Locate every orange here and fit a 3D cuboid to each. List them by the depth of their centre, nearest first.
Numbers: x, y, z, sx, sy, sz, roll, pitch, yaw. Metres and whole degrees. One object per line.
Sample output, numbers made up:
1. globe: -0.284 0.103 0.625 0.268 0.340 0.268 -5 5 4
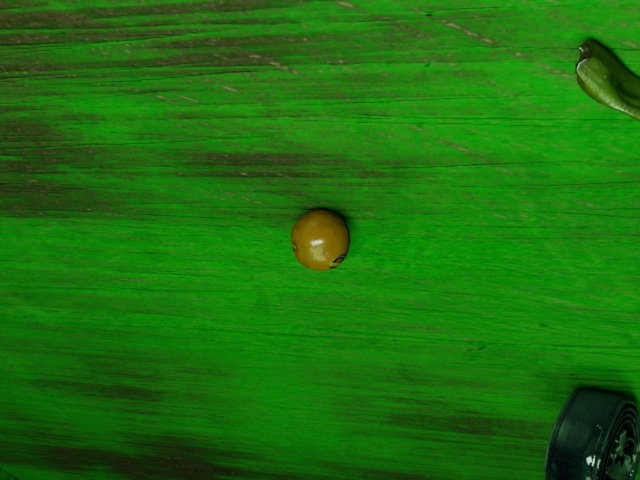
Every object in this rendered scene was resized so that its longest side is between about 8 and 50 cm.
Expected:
1. orange: 0.000 -0.001 1.137 0.084 0.083 0.083 9 148 5

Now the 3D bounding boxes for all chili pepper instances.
1. chili pepper: 0.330 -0.136 0.843 0.202 0.052 0.050 17 168 -9

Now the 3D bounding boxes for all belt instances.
1. belt: 0.454 0.358 1.432 0.116 0.206 0.267 12 159 36
